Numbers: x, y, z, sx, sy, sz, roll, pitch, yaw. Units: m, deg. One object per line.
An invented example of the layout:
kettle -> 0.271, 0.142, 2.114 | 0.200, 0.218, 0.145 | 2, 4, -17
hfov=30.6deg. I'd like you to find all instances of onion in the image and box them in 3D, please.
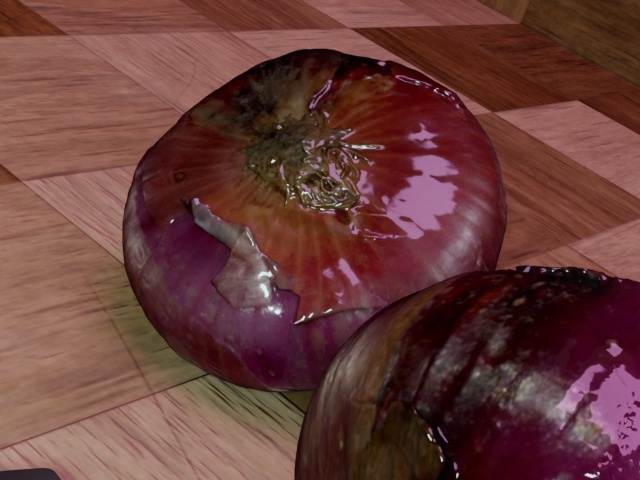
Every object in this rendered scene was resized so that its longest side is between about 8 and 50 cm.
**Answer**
onion -> 0.000, 0.000, 1.080 | 0.347, 0.285, 0.348 | -7, 51, 9
onion -> 0.112, 0.215, 0.696 | 0.347, 0.348, 0.385 | 31, 60, 20

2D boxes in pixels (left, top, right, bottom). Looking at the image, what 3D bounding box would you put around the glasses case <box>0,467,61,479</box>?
glasses case -> -0.255, 0.178, 0.743 | 0.190, 0.042, 0.072 | 3, 23, -34
